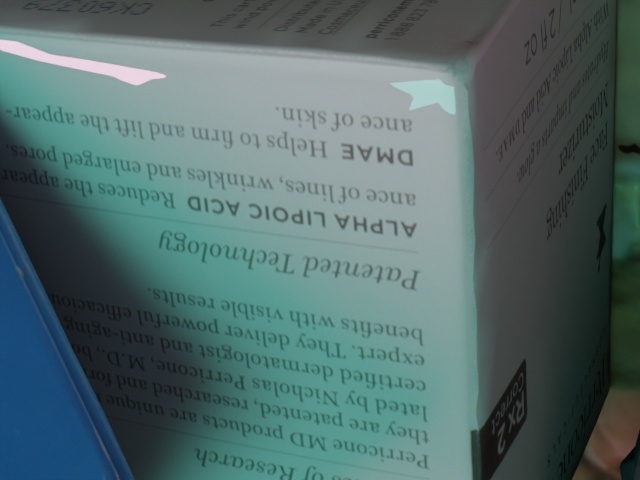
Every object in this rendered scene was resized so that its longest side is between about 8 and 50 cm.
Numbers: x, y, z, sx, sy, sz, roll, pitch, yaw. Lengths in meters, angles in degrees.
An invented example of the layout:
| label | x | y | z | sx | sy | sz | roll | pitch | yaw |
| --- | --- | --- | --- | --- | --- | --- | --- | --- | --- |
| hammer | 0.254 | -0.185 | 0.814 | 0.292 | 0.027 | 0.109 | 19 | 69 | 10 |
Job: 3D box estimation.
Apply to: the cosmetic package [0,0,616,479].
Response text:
| label | x | y | z | sx | sy | sz | roll | pitch | yaw |
| --- | --- | --- | --- | --- | --- | --- | --- | --- | --- |
| cosmetic package | 0.000 | 0.000 | 0.446 | 0.151 | 0.151 | 0.184 | 7 | 121 | 23 |

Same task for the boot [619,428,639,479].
| label | x | y | z | sx | sy | sz | roll | pitch | yaw |
| --- | --- | --- | --- | --- | --- | --- | --- | --- | --- |
| boot | 0.230 | 0.252 | 0.398 | 0.445 | 0.146 | 0.367 | 31 | 99 | 15 |

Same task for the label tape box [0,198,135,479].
| label | x | y | z | sx | sy | sz | roll | pitch | yaw |
| --- | --- | --- | --- | --- | --- | --- | --- | --- | --- |
| label tape box | -0.182 | 0.053 | 0.477 | 0.240 | 0.106 | 0.334 | 61 | 151 | 16 |
